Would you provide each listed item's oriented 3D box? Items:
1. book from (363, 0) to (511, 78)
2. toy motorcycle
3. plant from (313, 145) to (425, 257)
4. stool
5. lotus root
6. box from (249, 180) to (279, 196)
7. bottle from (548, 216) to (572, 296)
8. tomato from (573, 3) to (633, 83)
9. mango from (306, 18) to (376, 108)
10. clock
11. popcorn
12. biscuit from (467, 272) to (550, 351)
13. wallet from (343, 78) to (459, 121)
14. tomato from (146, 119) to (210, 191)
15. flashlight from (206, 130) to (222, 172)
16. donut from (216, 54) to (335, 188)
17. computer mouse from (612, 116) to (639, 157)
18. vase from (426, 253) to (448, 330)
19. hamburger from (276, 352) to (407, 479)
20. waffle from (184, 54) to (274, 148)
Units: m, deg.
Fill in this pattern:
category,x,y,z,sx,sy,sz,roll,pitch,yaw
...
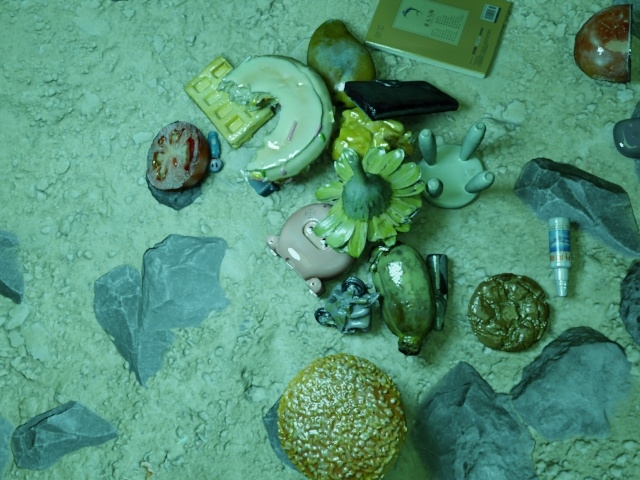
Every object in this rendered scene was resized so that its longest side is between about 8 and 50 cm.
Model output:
category,x,y,z,sx,sy,sz,roll,pitch,yaw
book,0.355,-0.665,1.748,0.389,0.032,0.268,21,80,10
toy motorcycle,0.085,0.190,1.544,0.152,0.225,0.073,32,43,-6
plant,0.141,-0.113,1.452,0.262,0.297,0.305,21,69,-12
stool,0.366,-0.200,1.568,0.196,0.198,0.195,-7,80,4
lotus root,0.223,0.152,1.527,0.173,0.173,0.309,-13,83,3
box,-0.176,-0.176,1.688,0.054,0.074,0.099,-41,77,8
bottle,0.656,0.045,1.557,0.060,0.060,0.217,0,79,6
tomato,0.803,-0.552,1.621,0.155,0.181,0.213,5,71,25
mango,0.056,-0.532,1.698,0.193,0.146,0.316,-14,70,-5
clock,0.000,0.000,1.599,0.241,0.142,0.227,-43,78,-7
popcorn,0.143,-0.290,1.622,0.254,0.191,0.190,12,44,4
biscuit,0.512,0.195,1.551,0.226,0.042,0.225,-1,77,5
wallet,0.225,-0.402,1.597,0.318,0.045,0.172,-12,47,-31
tomato,-0.418,-0.243,1.705,0.225,0.085,0.224,-6,78,29
flashlight,-0.327,-0.269,1.736,0.051,0.051,0.128,-9,73,4
donut,-0.111,-0.345,1.603,0.308,0.150,0.370,-19,76,8
computer mouse,0.939,-0.295,1.595,0.233,0.057,0.120,-8,78,7
vase,0.322,0.143,1.572,0.060,0.060,0.211,-1,79,6
hamburger,0.057,0.453,1.442,0.330,0.250,0.329,-1,78,5
waffle,-0.286,-0.430,1.756,0.168,0.057,0.274,-40,78,-2
